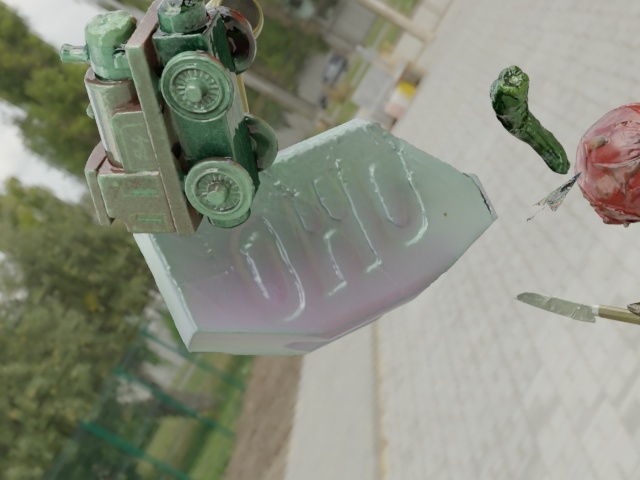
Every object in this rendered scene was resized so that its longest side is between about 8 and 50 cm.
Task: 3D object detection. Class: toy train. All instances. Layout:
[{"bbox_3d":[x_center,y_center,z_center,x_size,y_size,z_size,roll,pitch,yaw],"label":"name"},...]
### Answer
[{"bbox_3d":[-0.178,-0.145,1.610,0.150,0.221,0.304,-68,-26,-52],"label":"toy train"}]

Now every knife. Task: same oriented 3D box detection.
[{"bbox_3d":[0.450,0.120,2.313,0.017,0.297,0.047,-53,-43,-32],"label":"knife"}]

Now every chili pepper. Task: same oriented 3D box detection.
[{"bbox_3d":[0.261,-0.153,1.762,0.073,0.182,0.050,17,68,45],"label":"chili pepper"}]

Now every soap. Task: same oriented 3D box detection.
[{"bbox_3d":[0.000,0.000,1.875,0.446,0.261,0.156,-24,-7,-16],"label":"soap"}]

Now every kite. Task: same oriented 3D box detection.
[{"bbox_3d":[0.280,-0.052,1.649,0.090,0.004,0.122,-43,6,6],"label":"kite"}]

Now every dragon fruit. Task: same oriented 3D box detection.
[{"bbox_3d":[0.456,-0.113,2.005,0.172,0.172,0.209,-62,5,-35],"label":"dragon fruit"}]

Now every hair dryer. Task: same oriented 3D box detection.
[{"bbox_3d":[-0.129,-0.231,2.091,0.135,0.090,0.279,-26,73,60],"label":"hair dryer"}]

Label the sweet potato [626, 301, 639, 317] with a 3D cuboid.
[{"bbox_3d":[0.501,0.097,1.912,0.041,0.153,0.038,99,179,-71],"label":"sweet potato"}]
